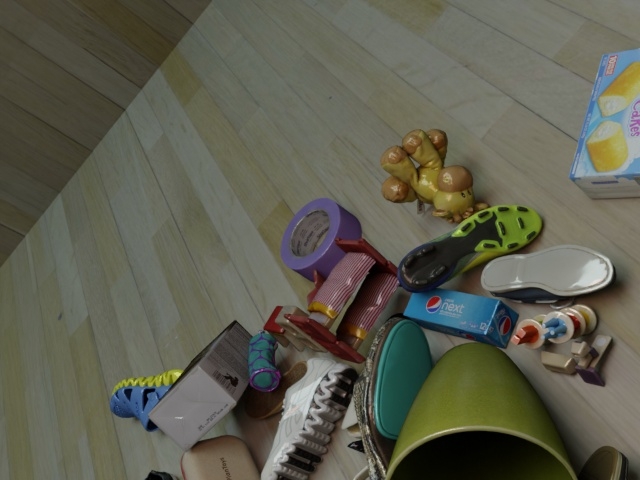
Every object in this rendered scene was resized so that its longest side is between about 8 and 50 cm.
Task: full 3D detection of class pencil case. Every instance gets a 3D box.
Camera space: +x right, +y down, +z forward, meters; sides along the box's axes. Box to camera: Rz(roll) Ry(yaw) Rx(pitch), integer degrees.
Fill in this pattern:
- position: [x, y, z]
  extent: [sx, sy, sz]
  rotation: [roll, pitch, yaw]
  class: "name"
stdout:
- position: [-0.122, 0.262, 1.767]
  extent: [0.070, 0.064, 0.151]
  rotation: [-19, 27, 4]
  class: "pencil case"

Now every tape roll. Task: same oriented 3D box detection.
- position: [0.000, 0.000, 1.911]
  extent: [0.189, 0.080, 0.188]
  rotation: [-29, 44, 33]
  class: "tape roll"

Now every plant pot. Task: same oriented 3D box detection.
- position: [0.244, 0.297, 1.266]
  extent: [0.275, 0.275, 0.293]
  rotation: [-37, 18, 25]
  class: "plant pot"

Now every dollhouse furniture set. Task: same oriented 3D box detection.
- position: [0.411, 0.168, 1.323]
  extent: [0.114, 0.091, 0.081]
  rotation: [5, 51, 53]
  class: "dollhouse furniture set"
- position: [-0.001, 0.118, 1.698]
  extent: [0.201, 0.152, 0.374]
  rotation: [-57, 22, -17]
  class: "dollhouse furniture set"

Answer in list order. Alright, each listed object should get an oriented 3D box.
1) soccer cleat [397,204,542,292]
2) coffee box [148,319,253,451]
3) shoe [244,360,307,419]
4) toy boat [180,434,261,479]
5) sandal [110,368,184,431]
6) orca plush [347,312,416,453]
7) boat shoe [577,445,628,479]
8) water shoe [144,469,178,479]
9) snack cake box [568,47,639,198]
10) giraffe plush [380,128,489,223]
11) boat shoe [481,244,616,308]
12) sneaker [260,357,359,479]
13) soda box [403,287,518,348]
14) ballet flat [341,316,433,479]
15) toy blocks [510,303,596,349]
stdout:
- position: [0.276, 0.013, 1.535]
  extent: [0.289, 0.121, 0.093]
  rotation: [-25, 81, -2]
  class: "soccer cleat"
- position: [-0.239, 0.311, 1.792]
  extent: [0.168, 0.119, 0.297]
  rotation: [-45, 3, 15]
  class: "coffee box"
- position: [-0.080, 0.332, 1.776]
  extent: [0.219, 0.058, 0.076]
  rotation: [-36, 60, 31]
  class: "shoe"
- position: [-0.205, 0.535, 1.705]
  extent: [0.231, 0.151, 0.151]
  rotation: [-122, 34, -44]
  class: "toy boat"
- position: [-0.427, 0.416, 2.048]
  extent: [0.317, 0.126, 0.138]
  rotation: [-21, 53, 40]
  class: "sandal"
- position: [0.110, 0.263, 1.563]
  extent: [0.151, 0.102, 0.287]
  rotation: [11, 72, 52]
  class: "orca plush"
- position: [0.399, 0.407, 1.151]
  extent: [0.223, 0.074, 0.080]
  rotation: [-70, 13, -13]
  class: "boat shoe"
- position: [-0.348, 0.601, 1.844]
  extent: [0.073, 0.080, 0.203]
  rotation: [-55, 36, 2]
  class: "water shoe"
- position: [0.555, -0.208, 1.430]
  extent: [0.152, 0.089, 0.264]
  rotation: [-1, 63, 49]
  class: "snack cake box"
- position: [0.240, -0.107, 1.640]
  extent: [0.181, 0.210, 0.170]
  rotation: [-36, 39, -14]
  class: "giraffe plush"
- position: [0.399, 0.070, 1.403]
  extent: [0.255, 0.079, 0.095]
  rotation: [-13, 56, 46]
  class: "boat shoe"
- position: [-0.037, 0.368, 1.636]
  extent: [0.118, 0.110, 0.292]
  rotation: [21, 72, 40]
  class: "sneaker"
- position: [0.259, 0.139, 1.518]
  extent: [0.210, 0.067, 0.071]
  rotation: [9, 70, 51]
  class: "soda box"
- position: [0.119, 0.376, 1.404]
  extent: [0.182, 0.164, 0.482]
  rotation: [-36, 49, 40]
  class: "ballet flat"
- position: [0.365, 0.146, 1.320]
  extent: [0.123, 0.148, 0.054]
  rotation: [-22, 79, 37]
  class: "toy blocks"
